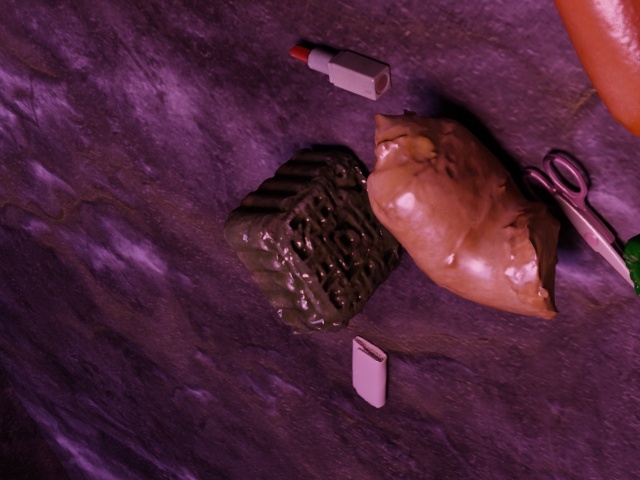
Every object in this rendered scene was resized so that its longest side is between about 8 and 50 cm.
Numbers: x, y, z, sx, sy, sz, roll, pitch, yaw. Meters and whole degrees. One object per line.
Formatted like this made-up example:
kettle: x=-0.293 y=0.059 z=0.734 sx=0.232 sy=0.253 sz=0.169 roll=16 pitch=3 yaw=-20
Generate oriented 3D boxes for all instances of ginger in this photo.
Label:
ginger: x=0.147 y=-0.025 z=1.075 sx=0.267 sy=0.138 sz=0.152 roll=39 pitch=146 yaw=2

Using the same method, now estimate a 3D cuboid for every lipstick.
lipstick: x=0.015 y=-0.189 z=1.142 sx=0.129 sy=0.030 sz=0.030 roll=25 pitch=145 yaw=30

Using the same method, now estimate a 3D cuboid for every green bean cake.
green bean cake: x=0.000 y=0.000 z=1.249 sx=0.094 sy=0.173 sz=0.181 roll=-3 pitch=124 yaw=50

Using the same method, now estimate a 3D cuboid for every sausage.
sausage: x=0.225 y=-0.199 z=0.801 sx=0.105 sy=0.105 sz=0.274 roll=-2 pitch=126 yaw=52

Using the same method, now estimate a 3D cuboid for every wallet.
wallet: x=0.070 y=0.193 z=1.549 sx=0.061 sy=0.025 sz=0.122 roll=36 pitch=150 yaw=28

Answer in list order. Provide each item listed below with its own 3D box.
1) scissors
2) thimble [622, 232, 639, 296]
scissors: x=0.270 y=-0.011 z=1.052 sx=0.176 sy=0.022 sz=0.085 roll=49 pitch=154 yaw=0
thimble: x=0.329 y=0.036 z=0.933 sx=0.118 sy=0.090 sz=0.130 roll=64 pitch=-175 yaw=25
